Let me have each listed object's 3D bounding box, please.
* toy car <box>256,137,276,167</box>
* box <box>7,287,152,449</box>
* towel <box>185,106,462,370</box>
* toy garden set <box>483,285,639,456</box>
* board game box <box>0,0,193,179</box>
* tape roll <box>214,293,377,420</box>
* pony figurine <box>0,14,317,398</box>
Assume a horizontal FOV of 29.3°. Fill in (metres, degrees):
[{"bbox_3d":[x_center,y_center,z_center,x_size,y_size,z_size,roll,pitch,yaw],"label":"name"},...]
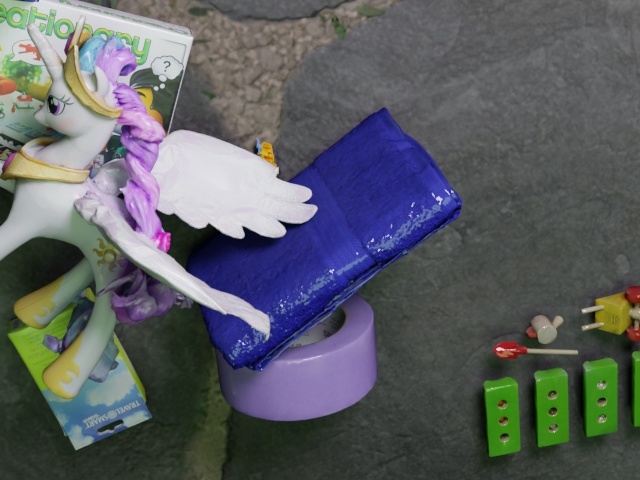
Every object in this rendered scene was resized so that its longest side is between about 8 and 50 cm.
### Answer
[{"bbox_3d":[-0.117,-0.100,1.412,0.122,0.060,0.040,5,68,-31],"label":"toy car"},{"bbox_3d":[-0.287,0.155,1.472,0.109,0.042,0.178,-23,116,0],"label":"box"},{"bbox_3d":[0.000,0.000,1.365,0.308,0.227,0.076,-36,122,5],"label":"towel"},{"bbox_3d":[0.327,0.165,1.602,0.244,0.049,0.203,-10,116,-6],"label":"toy garden set"},{"bbox_3d":[-0.308,-0.170,1.322,0.305,0.053,0.193,11,110,-16],"label":"board game box"},{"bbox_3d":[-0.029,0.128,1.433,0.189,0.189,0.080,-10,115,-7],"label":"tape roll"},{"bbox_3d":[-0.215,-0.011,1.254,0.351,0.303,0.363,34,116,-12],"label":"pony figurine"}]
